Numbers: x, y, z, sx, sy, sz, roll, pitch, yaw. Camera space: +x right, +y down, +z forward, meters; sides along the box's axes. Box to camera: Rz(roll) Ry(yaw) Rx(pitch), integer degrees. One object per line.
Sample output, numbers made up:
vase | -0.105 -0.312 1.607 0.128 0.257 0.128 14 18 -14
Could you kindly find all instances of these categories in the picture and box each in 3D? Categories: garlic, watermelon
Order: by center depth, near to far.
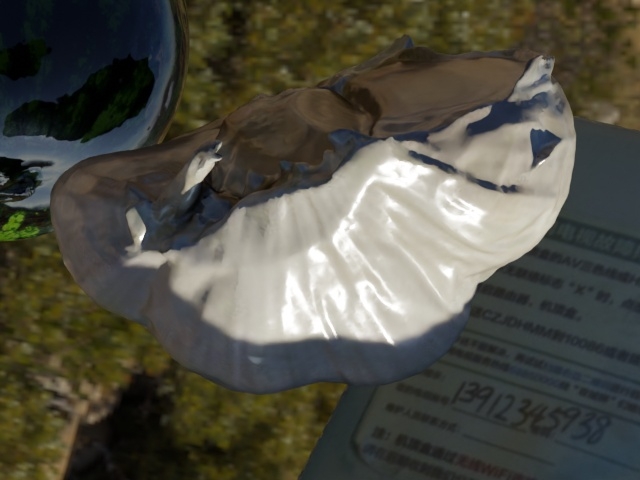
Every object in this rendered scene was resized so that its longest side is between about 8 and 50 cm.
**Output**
garlic | 0.000 0.000 0.704 0.178 0.229 0.142 -68 148 -73
watermelon | -0.211 -0.130 1.072 0.269 0.269 0.269 -8 101 -48

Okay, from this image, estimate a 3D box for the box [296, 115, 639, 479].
box | 0.212 0.123 0.976 0.396 0.396 0.111 -60 151 -24
